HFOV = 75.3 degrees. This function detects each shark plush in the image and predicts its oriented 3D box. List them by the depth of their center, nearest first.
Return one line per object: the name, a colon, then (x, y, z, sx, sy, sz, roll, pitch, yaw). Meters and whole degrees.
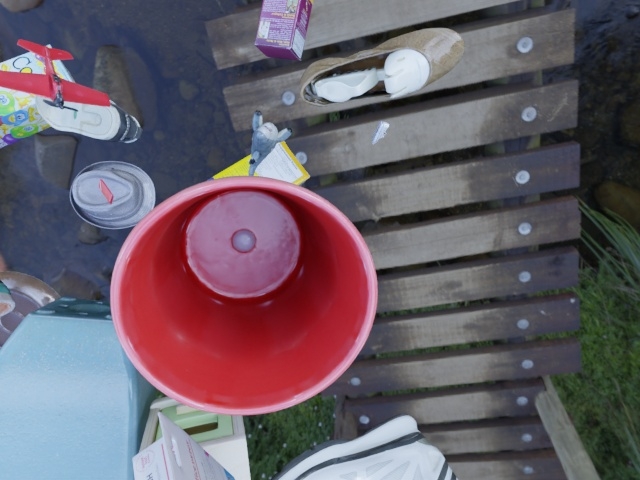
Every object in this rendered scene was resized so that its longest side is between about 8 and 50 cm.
shark plush: (-0.121, -0.172, 0.770, 0.073, 0.067, 0.161, 33, 148, -19)

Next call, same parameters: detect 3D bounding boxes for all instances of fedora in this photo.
fedora: (-0.726, -0.165, 1.430, 0.275, 0.124, 0.244, 6, 85, -12)

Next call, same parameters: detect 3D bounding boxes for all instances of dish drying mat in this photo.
dish drying mat: (-0.612, -0.139, 1.182, 0.083, 0.008, 0.032, 46, 121, 27)

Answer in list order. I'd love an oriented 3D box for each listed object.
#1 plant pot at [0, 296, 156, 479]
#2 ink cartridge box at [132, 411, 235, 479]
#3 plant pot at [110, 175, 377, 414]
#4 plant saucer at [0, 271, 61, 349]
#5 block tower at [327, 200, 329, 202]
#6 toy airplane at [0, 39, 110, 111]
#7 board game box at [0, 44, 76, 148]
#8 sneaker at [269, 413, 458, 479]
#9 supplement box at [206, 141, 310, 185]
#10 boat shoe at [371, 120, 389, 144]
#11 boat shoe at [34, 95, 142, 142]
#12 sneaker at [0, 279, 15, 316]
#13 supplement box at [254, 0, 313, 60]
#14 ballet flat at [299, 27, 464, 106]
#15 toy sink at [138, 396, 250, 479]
plant pot: (-0.419, 0.239, 0.730, 0.247, 0.248, 0.253, 8, 92, -14)
ink cartridge box: (-0.146, 0.285, 0.458, 0.061, 0.104, 0.181, -33, 125, -13)
plant pot: (-0.094, 0.034, 0.538, 0.274, 0.243, 0.275, -4, 107, -11)
plant saucer: (-0.955, 0.246, 1.306, 0.310, 0.050, 0.311, -1, 112, -1)
block tower: (-0.024, 0.031, 1.218, 0.090, 0.336, 0.097, -10, 130, 21)
toy airplane: (-0.378, -0.234, 0.586, 0.151, 0.151, 0.028, 32, 123, -10)
board game box: (-0.832, -0.399, 1.164, 0.275, 0.144, 0.142, -32, 89, -15)
sneaker: (0.088, 0.482, 0.702, 0.447, 0.257, 0.169, -9, 121, -35)
supplement box: (-0.253, -0.207, 1.609, 0.194, 0.356, 0.195, 54, 153, -3)
boat shoe: (0.197, -0.349, 1.358, 0.035, 0.035, 0.100, 12, 147, -9)
boat shoe: (-0.432, -0.234, 0.760, 0.233, 0.079, 0.084, 24, 105, 19)
sneaker: (-0.953, 0.132, 1.052, 0.108, 0.302, 0.121, -43, 70, 5)
supplement box: (-0.048, -0.290, 0.550, 0.054, 0.043, 0.083, 15, 95, 16)
ballet flat: (0.106, -0.328, 0.829, 0.342, 0.124, 0.116, 0, 132, 23)
toy sink: (-0.205, 0.335, 0.695, 0.152, 0.234, 0.131, -6, 97, -14)
